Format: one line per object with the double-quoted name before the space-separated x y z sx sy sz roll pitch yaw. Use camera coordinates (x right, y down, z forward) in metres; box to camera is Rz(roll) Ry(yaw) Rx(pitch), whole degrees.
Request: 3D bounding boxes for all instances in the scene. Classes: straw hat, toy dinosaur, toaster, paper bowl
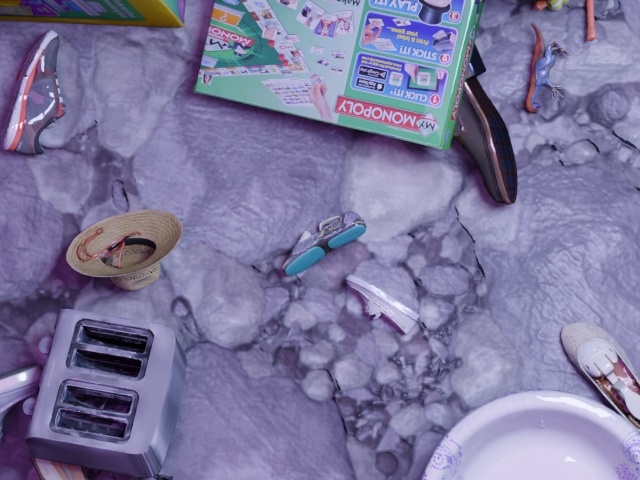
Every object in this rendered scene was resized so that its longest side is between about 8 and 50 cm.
"straw hat" -0.226 0.025 1.968 0.144 0.144 0.061 -11 123 5
"toy dinosaur" 0.261 -0.196 1.950 0.090 0.047 0.082 44 101 17
"toaster" -0.245 0.183 1.919 0.185 0.110 0.168 10 69 6
"paper bowl" 0.251 0.309 1.863 0.284 0.148 0.284 0 86 6

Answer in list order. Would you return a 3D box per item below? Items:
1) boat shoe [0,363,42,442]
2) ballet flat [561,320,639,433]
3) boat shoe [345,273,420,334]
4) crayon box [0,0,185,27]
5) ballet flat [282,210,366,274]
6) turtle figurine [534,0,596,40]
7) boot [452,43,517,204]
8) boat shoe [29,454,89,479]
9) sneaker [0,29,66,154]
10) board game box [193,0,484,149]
"boat shoe" -0.422 0.223 1.977 0.227 0.079 0.081 -27 93 8
"ballet flat" 0.345 0.159 1.911 0.057 0.052 0.168 -41 83 2
"boat shoe" 0.069 0.077 1.954 0.100 0.035 0.035 33 87 0
"crayon box" -0.334 -0.330 1.853 0.313 0.363 0.106 2 86 6
"ballet flat" 0.000 0.000 1.967 0.114 0.041 0.041 -30 84 3
"turtle figurine" 0.227 -0.358 1.937 0.217 0.087 0.269 -8 89 7
"boot" 0.158 -0.135 1.949 0.106 0.082 0.219 -20 84 22
"boat shoe" -0.274 0.317 1.958 0.072 0.068 0.190 -29 84 -8
"sneaker" -0.340 -0.178 2.008 0.065 0.061 0.158 19 89 -20
"board game box" 0.022 -0.243 1.928 0.317 0.046 0.213 15 96 18
